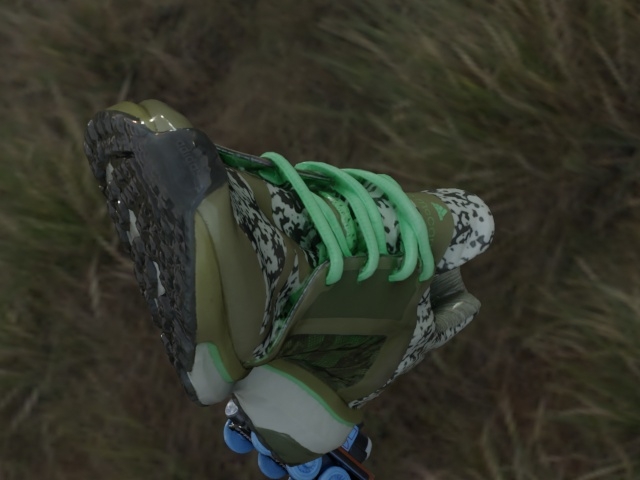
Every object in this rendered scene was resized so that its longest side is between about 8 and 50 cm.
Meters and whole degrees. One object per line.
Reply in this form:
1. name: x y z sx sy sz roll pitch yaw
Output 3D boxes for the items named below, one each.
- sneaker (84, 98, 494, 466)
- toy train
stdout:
1. sneaker: 0.000 0.000 0.883 0.182 0.410 0.158 -28 72 2
2. toy train: -0.018 0.200 1.661 0.080 0.184 0.105 -5 49 55
